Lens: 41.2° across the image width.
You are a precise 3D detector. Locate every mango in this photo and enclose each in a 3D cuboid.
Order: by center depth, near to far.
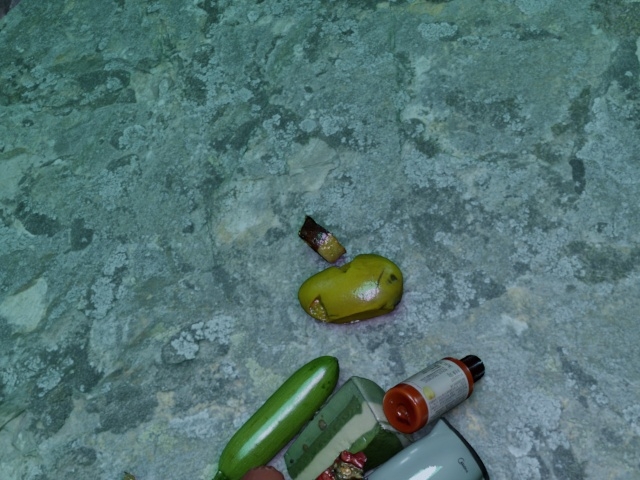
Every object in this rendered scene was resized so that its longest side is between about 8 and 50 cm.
[{"bbox_3d":[0.072,0.120,2.046,0.261,0.130,0.167,-17,55,8],"label":"mango"}]

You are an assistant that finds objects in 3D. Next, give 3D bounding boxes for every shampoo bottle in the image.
[{"bbox_3d":[0.260,0.320,1.850,0.278,0.104,0.104,-19,51,-44],"label":"shampoo bottle"}]

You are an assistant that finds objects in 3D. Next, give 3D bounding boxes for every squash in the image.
[{"bbox_3d":[-0.099,0.413,1.936,0.107,0.107,0.395,39,79,27],"label":"squash"}]

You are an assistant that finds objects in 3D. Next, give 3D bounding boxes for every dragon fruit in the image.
[{"bbox_3d":[0.046,0.527,1.773,0.092,0.122,0.192,41,103,39],"label":"dragon fruit"}]

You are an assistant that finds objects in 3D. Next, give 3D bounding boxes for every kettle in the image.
[{"bbox_3d":[0.239,0.525,1.792,0.236,0.161,0.221,-36,89,-10],"label":"kettle"}]

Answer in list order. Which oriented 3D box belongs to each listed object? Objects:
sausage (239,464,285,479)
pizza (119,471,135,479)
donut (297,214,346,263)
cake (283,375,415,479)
[{"bbox_3d":[-0.109,0.612,1.816,0.148,0.148,0.254,-27,57,-3],"label":"sausage"},{"bbox_3d":[-0.497,0.666,1.916,0.197,0.058,0.292,2,61,14],"label":"pizza"},{"bbox_3d":[0.000,0.000,2.122,0.140,0.140,0.059,40,86,27],"label":"donut"},{"bbox_3d":[0.070,0.456,1.912,0.284,0.172,0.158,-50,51,22],"label":"cake"}]
